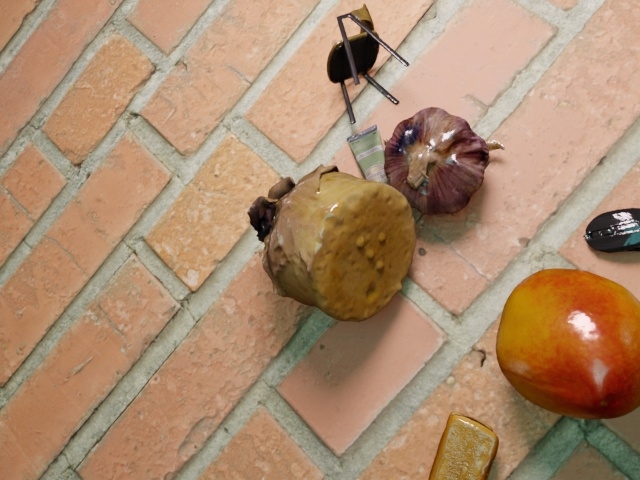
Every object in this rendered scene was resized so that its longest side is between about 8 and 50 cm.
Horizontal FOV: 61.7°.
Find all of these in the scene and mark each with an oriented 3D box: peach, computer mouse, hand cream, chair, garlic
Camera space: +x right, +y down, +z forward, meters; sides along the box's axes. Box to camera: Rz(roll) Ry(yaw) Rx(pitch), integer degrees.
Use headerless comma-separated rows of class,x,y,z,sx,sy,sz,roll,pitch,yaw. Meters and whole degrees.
peach,0.491,0.194,1.023,0.289,0.308,0.289,-2,81,10
computer mouse,0.653,-0.022,1.135,0.172,0.057,0.099,-9,76,18
hand cream,0.134,-0.178,1.329,0.086,0.055,0.235,-22,67,14
chair,0.096,-0.452,1.324,0.172,0.159,0.247,-26,71,-11
garlic,0.249,-0.177,1.186,0.245,0.160,0.245,-1,87,20

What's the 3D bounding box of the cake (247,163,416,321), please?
cake,0.006,-0.006,1.230,0.321,0.332,0.332,23,89,45

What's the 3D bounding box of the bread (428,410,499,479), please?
bread,0.306,0.482,1.157,0.116,0.077,0.200,17,89,18

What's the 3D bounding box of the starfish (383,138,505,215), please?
starfish,0.285,-0.175,1.283,0.295,0.048,0.231,4,88,24
